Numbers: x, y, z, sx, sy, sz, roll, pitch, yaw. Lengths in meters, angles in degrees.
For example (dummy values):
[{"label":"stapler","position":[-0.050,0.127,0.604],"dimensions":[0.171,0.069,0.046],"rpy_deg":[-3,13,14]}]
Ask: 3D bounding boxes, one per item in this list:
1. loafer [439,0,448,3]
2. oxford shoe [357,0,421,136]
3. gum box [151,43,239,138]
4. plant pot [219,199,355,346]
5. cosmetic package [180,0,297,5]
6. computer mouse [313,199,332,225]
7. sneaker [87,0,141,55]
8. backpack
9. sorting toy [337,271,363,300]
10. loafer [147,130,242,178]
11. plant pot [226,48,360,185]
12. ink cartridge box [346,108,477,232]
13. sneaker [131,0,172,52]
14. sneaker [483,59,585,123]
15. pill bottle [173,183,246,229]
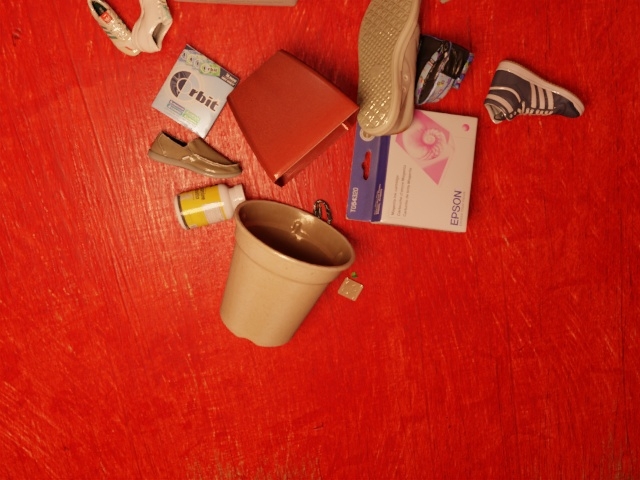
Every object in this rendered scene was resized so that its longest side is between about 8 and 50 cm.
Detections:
[{"label":"loafer","position":[0.444,-0.743,1.254],"dimensions":[0.320,0.112,0.111],"rpy_deg":[-26,141,-3]},{"label":"oxford shoe","position":[0.190,-0.479,1.236],"dimensions":[0.130,0.169,0.448],"rpy_deg":[14,81,-47]},{"label":"gum box","position":[-0.329,-0.390,1.246],"dimensions":[0.157,0.041,0.184],"rpy_deg":[32,96,-13]},{"label":"plant pot","position":[-0.118,0.103,1.266],"dimensions":[0.334,0.333,0.305],"rpy_deg":[20,113,-12]},{"label":"cosmetic package","position":[-0.192,-0.728,1.006],"dimensions":[0.330,0.393,0.327],"rpy_deg":[-1,103,-9]},{"label":"computer mouse","position":[0.000,0.000,1.390],"dimensions":[0.071,0.041,0.241],"rpy_deg":[5,98,12]},{"label":"sneaker","position":[-0.516,-0.531,1.169],"dimensions":[0.057,0.075,0.161],"rpy_deg":[-37,105,2]},{"label":"backpack","position":[0.308,-0.449,1.270],"dimensions":[0.117,0.158,0.173],"rpy_deg":[7,116,-28]},{"label":"sorting toy","position":[0.098,0.138,1.444],"dimensions":[0.062,0.012,0.083],"rpy_deg":[27,101,-8]},{"label":"loafer","position":[-0.329,-0.229,1.256],"dimensions":[0.251,0.094,0.087],"rpy_deg":[14,105,-11]},{"label":"plant pot","position":[-0.085,-0.314,1.201],"dimensions":[0.267,0.267,0.235],"rpy_deg":[-41,93,2]},{"label":"ink cartridge box","position":[0.253,-0.198,1.304],"dimensions":[0.331,0.071,0.323],"rpy_deg":[6,88,-3]},{"label":"sneaker","position":[-0.399,-0.570,1.157],"dimensions":[0.094,0.080,0.212],"rpy_deg":[20,105,29]},{"label":"sneaker","position":[0.603,-0.381,1.351],"dimensions":[0.282,0.099,0.153],"rpy_deg":[26,93,-6]},{"label":"pill bottle","position":[-0.296,-0.098,1.286],"dimensions":[0.184,0.103,0.103],"rpy_deg":[-15,104,-5]}]
